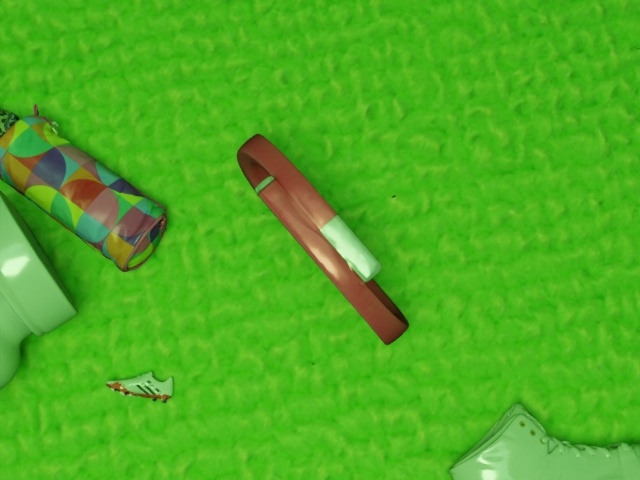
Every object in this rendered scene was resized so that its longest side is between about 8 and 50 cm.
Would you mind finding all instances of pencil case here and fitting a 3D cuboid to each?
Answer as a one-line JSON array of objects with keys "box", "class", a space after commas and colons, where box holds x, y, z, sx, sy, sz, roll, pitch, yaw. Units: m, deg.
[{"box": [-0.299, -0.063, 1.068, 0.236, 0.104, 0.104, 38, 82, 3], "class": "pencil case"}]

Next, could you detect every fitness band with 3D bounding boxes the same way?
[{"box": [0.000, 0.000, 1.007, 0.054, 0.209, 0.291, -39, 83, -4], "class": "fitness band"}]

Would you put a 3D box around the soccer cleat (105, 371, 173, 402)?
[{"box": [-0.224, 0.179, 1.067, 0.083, 0.029, 0.036, 11, 72, -3], "class": "soccer cleat"}]

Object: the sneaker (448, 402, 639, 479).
[{"box": [0.300, 0.259, 1.027, 0.292, 0.108, 0.169, -24, 76, -12], "class": "sneaker"}]

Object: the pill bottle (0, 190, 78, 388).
[{"box": [-0.494, 0.119, 0.959, 0.407, 0.229, 0.229, -32, 83, -12], "class": "pill bottle"}]

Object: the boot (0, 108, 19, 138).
[{"box": [-0.503, -0.105, 1.055, 0.178, 0.085, 0.236, 29, 74, -11], "class": "boot"}]
